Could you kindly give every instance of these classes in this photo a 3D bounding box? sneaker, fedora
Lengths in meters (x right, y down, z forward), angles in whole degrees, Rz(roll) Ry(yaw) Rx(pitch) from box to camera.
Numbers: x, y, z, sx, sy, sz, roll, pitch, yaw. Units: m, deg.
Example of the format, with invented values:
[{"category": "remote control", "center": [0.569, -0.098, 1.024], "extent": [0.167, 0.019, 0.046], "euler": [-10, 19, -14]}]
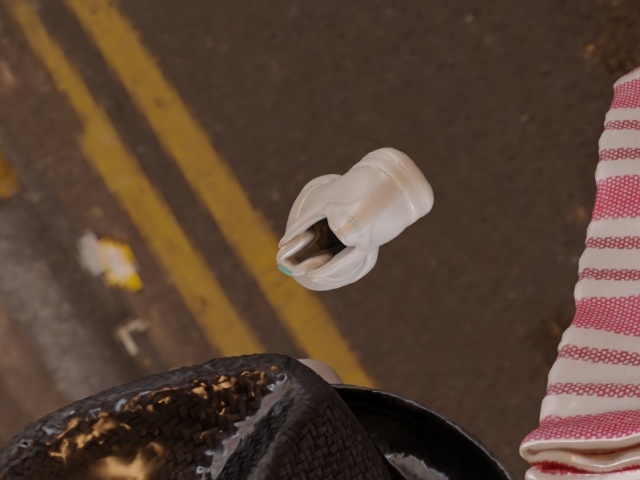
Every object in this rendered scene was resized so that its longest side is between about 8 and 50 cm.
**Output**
[{"category": "sneaker", "center": [0.000, 0.000, 1.423], "extent": [0.080, 0.094, 0.212], "euler": [49, 155, 2]}, {"category": "fedora", "center": [-0.066, 0.162, 0.853], "extent": [0.334, 0.334, 0.152], "euler": [29, 155, 39]}]

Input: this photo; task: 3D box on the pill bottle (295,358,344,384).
[{"category": "pill bottle", "center": [0.041, 0.278, 1.110], "extent": [0.408, 0.229, 0.229], "euler": [56, 149, 23]}]

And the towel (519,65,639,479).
[{"category": "towel", "center": [0.126, -0.019, 0.490], "extent": [0.144, 0.197, 0.029], "euler": [-24, 117, 31]}]
